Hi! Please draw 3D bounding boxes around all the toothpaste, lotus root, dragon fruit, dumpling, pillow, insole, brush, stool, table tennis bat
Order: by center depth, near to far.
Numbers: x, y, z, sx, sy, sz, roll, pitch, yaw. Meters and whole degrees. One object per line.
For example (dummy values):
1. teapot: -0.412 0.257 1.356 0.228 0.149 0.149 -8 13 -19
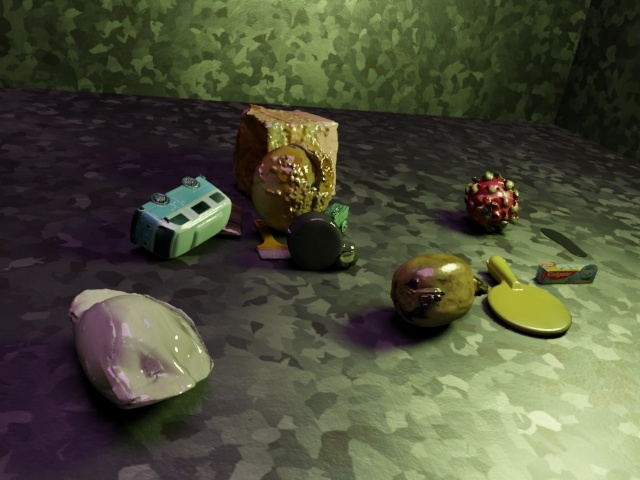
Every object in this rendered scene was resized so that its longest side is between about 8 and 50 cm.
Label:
1. dumpling: -0.340 0.201 1.288 0.260 0.181 0.341 2 2 -37
2. lotus root: 0.312 0.122 1.676 0.310 0.183 0.183 -5 28 -38
3. table tennis bat: 0.556 0.154 1.854 0.224 0.054 0.369 2 29 -13
4. stool: -0.006 0.007 1.883 0.228 0.153 0.139 47 8 -23
5. brush: -0.160 -0.007 1.992 0.103 0.013 0.272 1 25 -19
6. toothpaste: 0.761 0.093 2.027 0.193 0.070 0.044 0 28 -20
7. pillow: -0.342 -0.077 2.029 0.208 0.052 0.212 6 27 -7
8. dragon fruit: 0.606 -0.124 2.333 0.218 0.273 0.198 26 73 22
9. insole: 0.866 0.005 2.339 0.080 0.003 0.232 0 26 -19

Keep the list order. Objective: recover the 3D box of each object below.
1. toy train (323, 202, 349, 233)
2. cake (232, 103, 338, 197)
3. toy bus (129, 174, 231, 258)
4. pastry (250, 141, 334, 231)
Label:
1. toy train: 0.039 -0.059 2.070 0.070 0.099 0.172 13 24 16
2. cake: -0.130 -0.305 2.304 0.307 0.314 0.293 -12 30 -36
3. toy bus: -0.382 -0.059 1.837 0.165 0.133 0.271 33 39 16
4. pastry: -0.064 -0.159 2.026 0.184 0.284 0.315 21 19 29
